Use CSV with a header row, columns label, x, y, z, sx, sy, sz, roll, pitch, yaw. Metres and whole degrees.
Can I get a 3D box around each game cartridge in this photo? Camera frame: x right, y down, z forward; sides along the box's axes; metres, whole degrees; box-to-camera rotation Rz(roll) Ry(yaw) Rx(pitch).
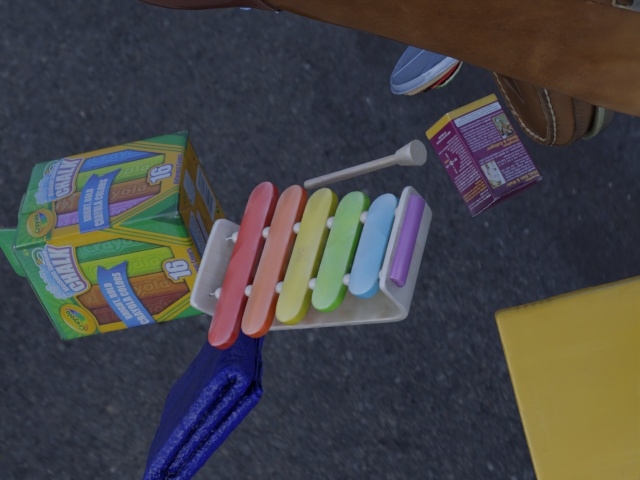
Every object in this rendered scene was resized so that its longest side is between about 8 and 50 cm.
label,x,y,z,sx,sy,sz,roll,pitch,yaw
game cartridge,0.411,0.187,1.518,0.324,0.053,0.285,-14,91,8

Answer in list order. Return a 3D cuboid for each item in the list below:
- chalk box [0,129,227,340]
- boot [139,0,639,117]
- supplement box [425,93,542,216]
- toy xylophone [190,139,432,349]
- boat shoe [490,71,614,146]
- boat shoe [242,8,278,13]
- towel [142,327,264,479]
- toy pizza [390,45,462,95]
label,x,y,z,sx,sy,sz,roll,pitch,yaw
chalk box,-0.288,0.001,1.587,0.289,0.180,0.179,-13,40,10
boot,0.006,-0.136,0.380,0.280,0.264,0.096,17,63,9
supplement box,0.135,-0.071,0.994,0.055,0.043,0.083,-23,81,-28
toy xylophone,0.000,0.000,1.308,0.323,0.081,0.236,-17,52,40
boat shoe,0.081,-0.166,0.689,0.104,0.307,0.111,-34,35,-10
boat shoe,-0.093,-0.358,1.596,0.089,0.109,0.258,-18,24,-6
towel,-0.150,0.215,1.675,0.076,0.308,0.227,33,104,-8
toy pizza,0.155,-0.221,1.273,0.201,0.032,0.201,-41,16,15
